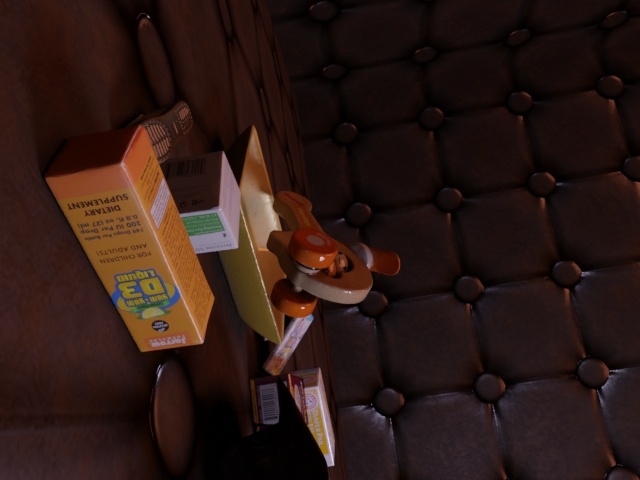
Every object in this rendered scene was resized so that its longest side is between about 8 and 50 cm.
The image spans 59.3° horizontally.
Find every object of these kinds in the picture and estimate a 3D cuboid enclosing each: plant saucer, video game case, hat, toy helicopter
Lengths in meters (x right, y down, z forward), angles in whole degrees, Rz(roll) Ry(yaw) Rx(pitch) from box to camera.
[{"bbox_3d":[-0.141,-0.015,1.108,0.333,0.081,0.333,-94,173,-58],"label":"plant saucer"},{"bbox_3d":[-0.071,0.229,1.271,0.166,0.015,0.119,-58,161,-15],"label":"video game case"},{"bbox_3d":[-0.076,0.362,0.807,0.331,0.134,0.331,172,-90,-75],"label":"hat"},{"bbox_3d":[0.000,0.000,1.103,0.355,0.235,0.140,60,-44,51],"label":"toy helicopter"}]

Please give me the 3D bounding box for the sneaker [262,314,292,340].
[{"bbox_3d":[-0.096,0.183,1.276,0.170,0.074,0.063,0,77,-86],"label":"sneaker"}]

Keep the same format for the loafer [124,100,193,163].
[{"bbox_3d":[-0.208,-0.130,0.696,0.148,0.050,0.056,-60,140,-58],"label":"loafer"}]

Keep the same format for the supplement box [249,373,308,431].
[{"bbox_3d":[-0.080,0.332,1.145,0.188,0.080,0.104,67,14,-73],"label":"supplement box"}]

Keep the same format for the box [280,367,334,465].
[{"bbox_3d":[-0.038,0.414,1.310,0.103,0.114,0.203,-79,158,-79],"label":"box"}]

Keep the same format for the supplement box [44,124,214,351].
[{"bbox_3d":[-0.180,0.008,0.568,0.080,0.078,0.233,-94,172,-50],"label":"supplement box"}]

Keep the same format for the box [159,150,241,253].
[{"bbox_3d":[-0.163,-0.046,0.732,0.087,0.101,0.102,75,9,-53],"label":"box"}]
